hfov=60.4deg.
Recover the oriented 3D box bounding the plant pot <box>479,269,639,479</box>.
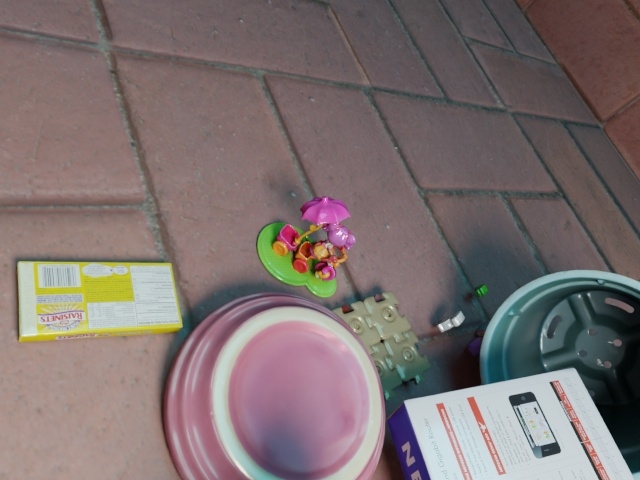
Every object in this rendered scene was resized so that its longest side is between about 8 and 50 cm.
[{"bbox_3d":[0.511,0.221,1.025,0.334,0.341,0.341,2,56,-59],"label":"plant pot"}]

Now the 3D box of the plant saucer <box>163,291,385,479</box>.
[{"bbox_3d":[-0.041,0.222,0.760,0.332,0.084,0.332,13,60,-24],"label":"plant saucer"}]

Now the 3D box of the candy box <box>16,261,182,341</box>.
[{"bbox_3d":[-0.297,0.080,0.751,0.205,0.027,0.105,3,60,-35],"label":"candy box"}]

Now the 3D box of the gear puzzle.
[{"bbox_3d":[0.034,0.200,0.907,0.338,0.044,0.176,-13,69,-39],"label":"gear puzzle"}]

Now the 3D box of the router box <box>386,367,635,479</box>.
[{"bbox_3d":[0.286,0.362,0.745,0.301,0.082,0.336,-4,55,-18],"label":"router box"}]

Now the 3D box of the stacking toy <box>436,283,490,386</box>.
[{"bbox_3d":[0.332,0.198,1.122,0.221,0.052,0.167,-28,87,-53],"label":"stacking toy"}]

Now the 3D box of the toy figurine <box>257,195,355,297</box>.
[{"bbox_3d":[0.000,0.000,0.940,0.173,0.159,0.130,43,43,-4],"label":"toy figurine"}]
